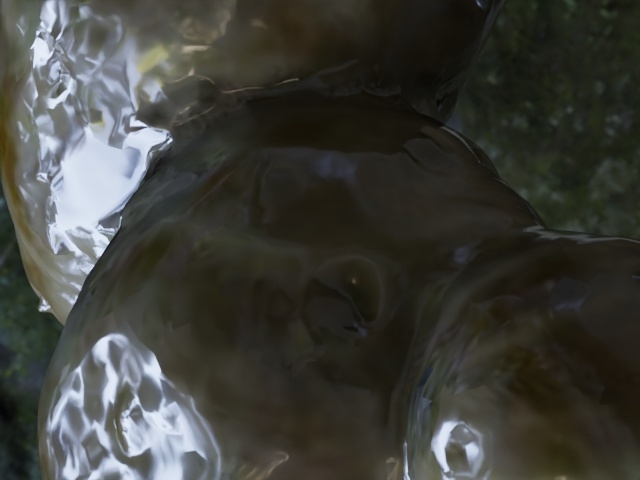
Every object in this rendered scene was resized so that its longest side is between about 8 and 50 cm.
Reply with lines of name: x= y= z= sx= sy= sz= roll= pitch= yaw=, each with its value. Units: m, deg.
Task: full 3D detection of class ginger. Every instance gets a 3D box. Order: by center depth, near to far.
ginger: x=0.000 y=0.000 z=0.422 sx=0.155 sy=0.244 sz=0.304 roll=8 pitch=-132 yaw=-45
